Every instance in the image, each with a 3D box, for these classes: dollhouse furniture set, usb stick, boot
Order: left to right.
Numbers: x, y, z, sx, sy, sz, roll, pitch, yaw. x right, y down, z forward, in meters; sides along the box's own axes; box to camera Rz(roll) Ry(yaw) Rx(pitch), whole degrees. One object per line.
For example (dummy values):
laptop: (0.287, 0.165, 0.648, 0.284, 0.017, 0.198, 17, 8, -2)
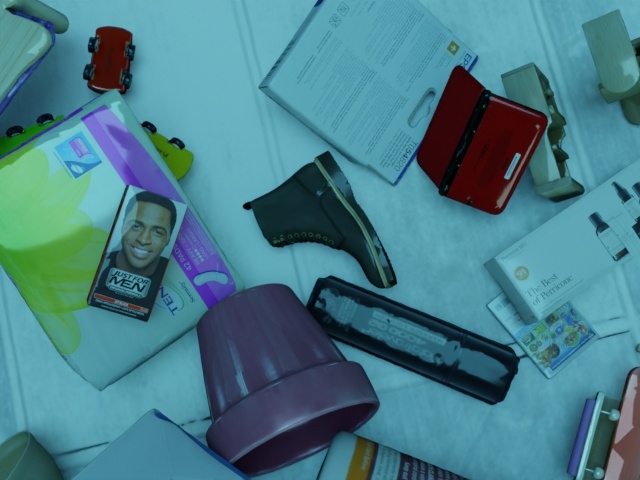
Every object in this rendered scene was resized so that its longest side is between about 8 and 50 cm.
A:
boot: (0.000, 0.000, 1.027, 0.137, 0.077, 0.198, -30, 68, 2)
usb stick: (0.114, 0.125, 1.011, 0.278, 0.045, 0.077, 22, 89, 5)
dollhouse furniture set: (0.368, -0.164, 0.971, 0.242, 0.212, 0.161, -19, 78, 25)

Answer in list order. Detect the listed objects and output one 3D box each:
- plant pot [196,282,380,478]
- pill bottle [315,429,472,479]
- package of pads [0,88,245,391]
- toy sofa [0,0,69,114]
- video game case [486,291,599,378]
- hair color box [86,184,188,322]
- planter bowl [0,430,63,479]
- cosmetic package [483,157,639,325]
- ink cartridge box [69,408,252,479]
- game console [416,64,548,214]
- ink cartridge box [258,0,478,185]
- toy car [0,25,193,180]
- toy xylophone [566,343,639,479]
plant pot: (-0.057, 0.160, 0.947, 0.201, 0.201, 0.180, -26, 65, -2)
pill bottle: (0.161, 0.384, 0.877, 0.392, 0.224, 0.224, 20, 82, 5)
package of pads: (-0.262, 0.004, 0.959, 0.229, 0.101, 0.296, -35, 102, -11)
toy sofa: (-0.458, -0.154, 0.988, 0.177, 0.150, 0.362, 36, 95, 3)
video game case: (0.286, 0.104, 1.025, 0.087, 0.011, 0.122, -39, 82, -5)
hair color box: (-0.208, 0.014, 0.901, 0.072, 0.043, 0.141, 19, 87, -17)
planter bowl: (-0.366, 0.325, 0.949, 0.162, 0.162, 0.109, -44, 108, -5)
cosmetic package: (0.335, 0.000, 1.007, 0.239, 0.060, 0.099, -34, 80, -8)
ink cartridge box: (-0.261, 0.401, 0.819, 0.151, 0.270, 0.395, 38, 117, 7)
game console: (0.197, -0.125, 0.995, 0.124, 0.085, 0.144, 21, 121, 0)
ink cartridge box: (0.068, -0.222, 1.048, 0.224, 0.045, 0.223, 37, 83, -22)
toy car: (-0.309, -0.145, 1.042, 0.225, 0.053, 0.239, -25, 80, -19)
toy xylophone: (0.458, 0.253, 0.960, 0.322, 0.081, 0.236, 10, 81, 3)
